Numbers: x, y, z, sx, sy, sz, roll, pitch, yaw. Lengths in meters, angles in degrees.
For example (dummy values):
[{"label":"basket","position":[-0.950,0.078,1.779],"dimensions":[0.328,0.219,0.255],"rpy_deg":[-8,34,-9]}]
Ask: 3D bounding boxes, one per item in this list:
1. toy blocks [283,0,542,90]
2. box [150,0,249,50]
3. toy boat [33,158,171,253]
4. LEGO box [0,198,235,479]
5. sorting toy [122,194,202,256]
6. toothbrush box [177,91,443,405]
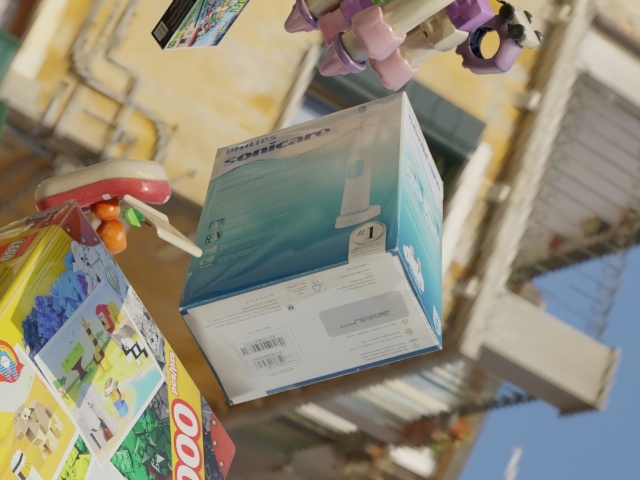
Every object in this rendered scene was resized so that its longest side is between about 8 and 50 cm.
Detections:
[{"label":"toy blocks","position":[0.067,-0.318,1.964],"dimensions":[0.260,0.309,0.288],"rpy_deg":[-33,-109,25]},{"label":"box","position":[-0.142,-0.352,2.157],"dimensions":[0.036,0.114,0.207],"rpy_deg":[55,-51,18]},{"label":"toy boat","position":[-0.362,-0.052,2.608],"dimensions":[0.231,0.151,0.151],"rpy_deg":[-16,178,14]},{"label":"LEGO box","position":[-0.307,0.252,1.563],"dimensions":[0.193,0.372,0.500],"rpy_deg":[-21,-156,22]},{"label":"sorting toy","position":[-0.139,-0.015,1.251],"dimensions":[0.012,0.083,0.062],"rpy_deg":[-53,-132,6]},{"label":"toothbrush box","position":[0.000,0.000,1.501],"dimensions":[0.216,0.126,0.295],"rpy_deg":[-17,-148,14]}]
